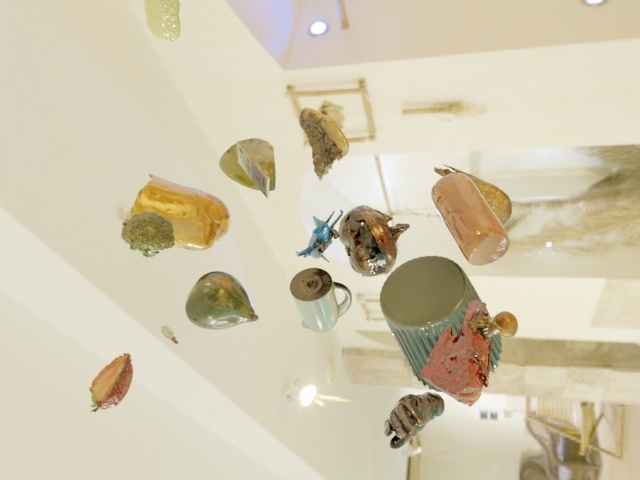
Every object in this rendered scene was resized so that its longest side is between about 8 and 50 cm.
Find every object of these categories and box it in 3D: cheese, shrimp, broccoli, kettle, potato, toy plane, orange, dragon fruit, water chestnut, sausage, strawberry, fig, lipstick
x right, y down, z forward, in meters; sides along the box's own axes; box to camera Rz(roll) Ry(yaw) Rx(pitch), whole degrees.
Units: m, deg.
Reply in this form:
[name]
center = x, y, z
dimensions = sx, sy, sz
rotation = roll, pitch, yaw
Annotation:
[cheese]
center = -0.458, -0.680, 1.633
dimensions = 0.094, 0.123, 0.167
rotation = -37, -14, -26
[shrimp]
center = 0.475, -0.136, 1.801
dimensions = 0.152, 0.287, 0.063
rotation = -60, -10, 5
[broccoli]
center = -0.433, -0.013, 1.417
dimensions = 0.130, 0.131, 0.120
rotation = 50, 144, 45
[kettle]
center = 0.013, 0.230, 2.144
dimensions = 0.161, 0.221, 0.236
rotation = -116, 8, -46
[potato]
center = -0.257, -0.319, 2.371
dimensions = 0.255, 0.270, 0.112
rotation = 48, 147, 36
[toy plane]
center = 0.000, 0.000, 2.065
dimensions = 0.254, 0.105, 0.271
rotation = -44, -23, -27
[orange]
center = 0.574, 0.261, 1.741
dimensions = 0.085, 0.085, 0.085
rotation = 0, -90, -74
[dragon fruit]
center = 0.276, 0.205, 1.043
dimensions = 0.092, 0.122, 0.192
rotation = 30, -110, -25
[water chestnut]
center = 0.221, -0.006, 2.241
dimensions = 0.300, 0.300, 0.299
rotation = 0, -90, -74
[sausage]
center = 0.380, -0.065, 1.454
dimensions = 0.304, 0.121, 0.121
rotation = -104, 0, -50
[strawberry]
center = -0.671, 0.469, 1.820
dimensions = 0.085, 0.140, 0.192
rotation = 48, -145, -40
[fig]
center = -0.305, 0.207, 1.775
dimensions = 0.195, 0.245, 0.195
rotation = -58, -10, -17
[lipstick]
center = -0.630, 0.401, 2.361
dimensions = 0.030, 0.129, 0.030
rotation = -9, -62, -39

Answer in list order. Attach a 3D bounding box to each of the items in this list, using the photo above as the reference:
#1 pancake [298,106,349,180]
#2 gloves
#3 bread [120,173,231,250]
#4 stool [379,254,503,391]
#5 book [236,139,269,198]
[pancake]
center = 0.006, -0.347, 2.080
dimensions = 0.057, 0.266, 0.244
rotation = -20, -46, -33
[gloves]
center = 0.268, 0.522, 1.646
dimensions = 0.286, 0.119, 0.142
rotation = -5, -75, -58
[bread]
center = -0.545, -0.099, 2.180
dimensions = 0.361, 0.395, 0.250
rotation = -173, 96, -76
[stool]
center = 0.341, 0.234, 1.622
dimensions = 0.330, 0.297, 0.297
rotation = 56, -145, -40
[book]
center = -0.224, -0.235, 1.871
dimensions = 0.181, 0.014, 0.127
rotation = 51, 159, 18
